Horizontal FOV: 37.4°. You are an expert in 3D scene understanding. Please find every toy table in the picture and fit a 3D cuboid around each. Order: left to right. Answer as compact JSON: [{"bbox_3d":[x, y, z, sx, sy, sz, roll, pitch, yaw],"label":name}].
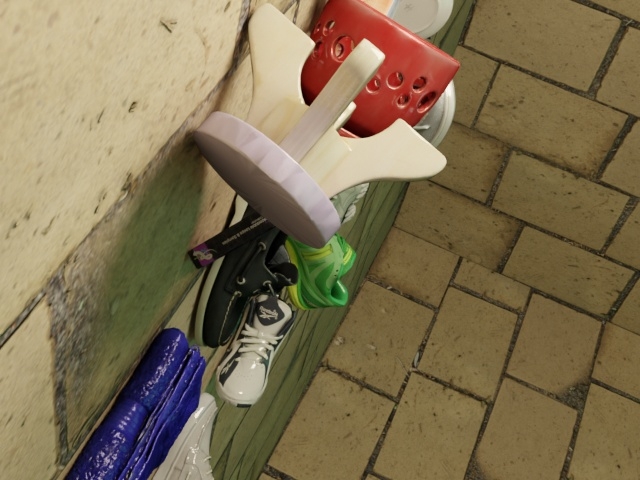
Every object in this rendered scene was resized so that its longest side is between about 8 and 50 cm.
[{"bbox_3d":[-0.012,-0.105,0.970,0.161,0.252,0.274,-49,-167,-8],"label":"toy table"}]

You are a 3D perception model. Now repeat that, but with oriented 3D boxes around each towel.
[{"bbox_3d":[-0.237,0.283,1.168,0.227,0.076,0.308,102,14,-55],"label":"towel"}]

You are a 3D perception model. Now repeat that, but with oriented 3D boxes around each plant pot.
[{"bbox_3d":[0.061,-0.208,1.236,0.174,0.191,0.191,-60,174,14],"label":"plant pot"}]

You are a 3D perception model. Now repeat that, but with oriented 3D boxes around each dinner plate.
[{"bbox_3d":[0.143,-0.375,1.509,0.017,0.141,0.141,-91,-166,-48],"label":"dinner plate"}]

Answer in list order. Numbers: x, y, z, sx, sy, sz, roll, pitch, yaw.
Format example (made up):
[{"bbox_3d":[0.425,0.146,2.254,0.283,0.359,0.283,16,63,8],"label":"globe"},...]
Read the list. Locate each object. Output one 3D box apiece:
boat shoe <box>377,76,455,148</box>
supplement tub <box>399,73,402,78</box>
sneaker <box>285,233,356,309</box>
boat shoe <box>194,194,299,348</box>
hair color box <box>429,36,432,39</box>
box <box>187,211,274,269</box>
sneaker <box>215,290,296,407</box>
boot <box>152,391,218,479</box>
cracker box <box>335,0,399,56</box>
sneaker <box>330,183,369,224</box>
[{"bbox_3d":[0.081,-0.166,1.414,0.320,0.103,0.118,-23,-107,55],"label":"boat shoe"},{"bbox_3d":[0.132,-0.305,1.768,0.198,0.106,0.106,-49,161,-65],"label":"supplement tub"},{"bbox_3d":[0.000,0.000,1.611,0.109,0.123,0.295,-71,161,-44],"label":"sneaker"},{"bbox_3d":[-0.076,0.020,1.309,0.127,0.113,0.340,-44,157,-72],"label":"boat shoe"},{"bbox_3d":[0.210,-0.529,1.614,0.339,0.110,0.185,-65,174,8],"label":"hair color box"},{"bbox_3d":[-0.076,-0.021,1.174,0.162,0.029,0.116,-30,-179,15],"label":"box"},{"bbox_3d":[-0.108,0.169,1.636,0.235,0.094,0.153,-55,165,-56],"label":"sneaker"},{"bbox_3d":[-0.201,0.389,1.551,0.095,0.123,0.258,89,26,-73],"label":"boot"},{"bbox_3d":[0.060,-0.288,1.470,0.232,0.067,0.156,91,25,-74],"label":"cracker box"},{"bbox_3d":[0.012,-0.073,1.702,0.118,0.110,0.292,-53,168,-22],"label":"sneaker"}]
